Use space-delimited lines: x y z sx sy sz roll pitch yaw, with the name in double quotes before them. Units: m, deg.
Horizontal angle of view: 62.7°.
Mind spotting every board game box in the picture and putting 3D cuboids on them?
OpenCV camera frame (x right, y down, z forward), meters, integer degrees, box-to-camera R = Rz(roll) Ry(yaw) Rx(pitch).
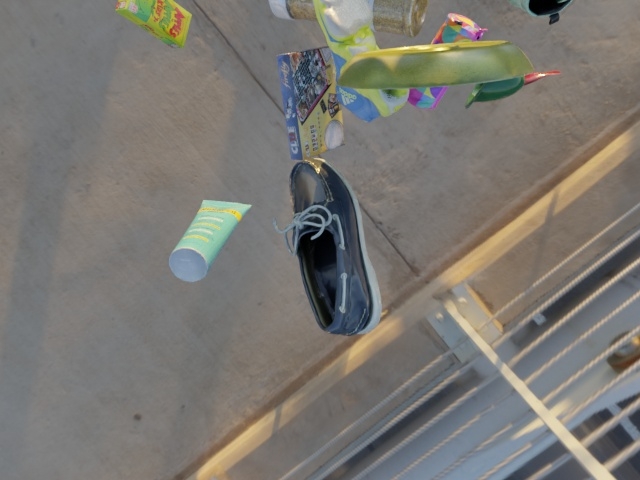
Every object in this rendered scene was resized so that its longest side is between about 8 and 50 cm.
"board game box" -0.018 -0.333 1.270 0.042 0.165 0.243 13 120 40
"board game box" -0.407 -0.562 1.298 0.043 0.181 0.092 10 85 33

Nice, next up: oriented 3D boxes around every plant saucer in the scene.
"plant saucer" 0.139 -0.223 0.656 0.241 0.241 0.037 -3 112 4

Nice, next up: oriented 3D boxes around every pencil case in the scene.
"pencil case" 0.297 -0.432 1.283 0.104 0.104 0.236 32 128 1

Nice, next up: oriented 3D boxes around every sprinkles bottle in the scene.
"sprinkles bottle" 0.059 -0.548 1.195 0.355 0.121 0.121 18 95 22

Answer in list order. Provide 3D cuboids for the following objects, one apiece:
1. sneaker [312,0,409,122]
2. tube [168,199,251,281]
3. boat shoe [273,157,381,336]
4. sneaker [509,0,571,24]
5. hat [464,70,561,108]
"sneaker" 0.040 -0.291 0.834 0.091 0.126 0.240 -25 86 -29
"tube" -0.162 -0.014 0.771 0.080 0.207 0.052 10 117 0
"boat shoe" 0.000 0.000 0.670 0.095 0.079 0.254 -30 64 39
"sneaker" 0.454 -0.466 0.890 0.256 0.151 0.094 -29 124 23
"hat" 0.515 -0.395 1.381 0.184 0.173 0.208 31 108 -1
